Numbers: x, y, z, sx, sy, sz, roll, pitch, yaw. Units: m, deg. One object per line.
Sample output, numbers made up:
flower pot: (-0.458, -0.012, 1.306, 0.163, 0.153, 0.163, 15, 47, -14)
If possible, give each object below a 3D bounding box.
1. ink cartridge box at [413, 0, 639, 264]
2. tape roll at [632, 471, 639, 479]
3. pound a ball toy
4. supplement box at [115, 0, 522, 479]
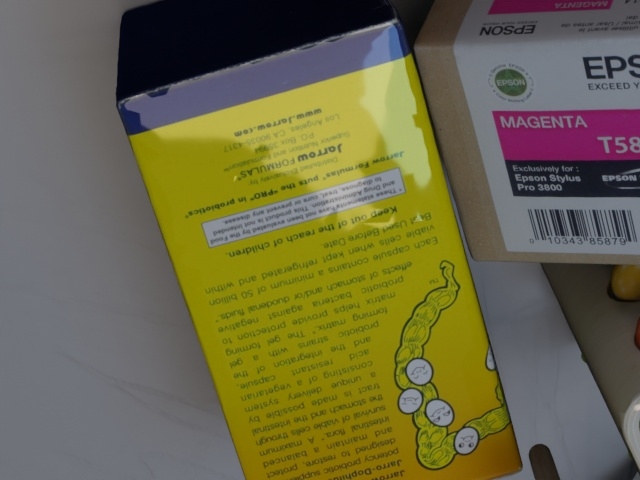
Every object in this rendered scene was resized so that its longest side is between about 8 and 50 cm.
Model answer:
ink cartridge box: (0.199, -0.080, 1.244, 0.235, 0.088, 0.193, 0, 130, 26)
tape roll: (0.362, 0.219, 1.413, 0.286, 0.286, 0.100, -36, 114, 11)
pound a ball toy: (0.215, 0.087, 1.319, 0.208, 0.319, 0.135, -23, 114, 5)
supplement box: (0.000, 0.000, 1.327, 0.195, 0.194, 0.356, -16, 115, 2)
